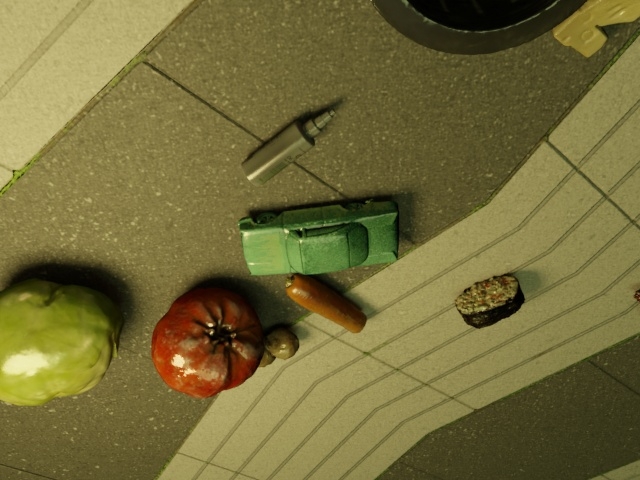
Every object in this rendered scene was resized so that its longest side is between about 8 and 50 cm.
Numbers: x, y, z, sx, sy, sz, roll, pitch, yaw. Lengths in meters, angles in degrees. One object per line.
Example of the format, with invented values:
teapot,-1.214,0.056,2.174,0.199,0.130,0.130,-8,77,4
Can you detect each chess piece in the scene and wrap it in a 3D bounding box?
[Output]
chess piece,0.469,-0.380,0.891,0.090,0.090,0.200,27,133,-25

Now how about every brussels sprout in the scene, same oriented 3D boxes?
brussels sprout,-0.575,0.210,1.186,0.273,0.243,0.316,11,137,-45

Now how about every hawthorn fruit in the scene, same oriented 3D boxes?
hawthorn fruit,-0.258,0.235,1.252,0.241,0.242,0.271,23,147,-22

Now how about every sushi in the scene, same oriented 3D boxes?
sushi,0.387,0.139,1.298,0.150,0.091,0.078,-23,124,16

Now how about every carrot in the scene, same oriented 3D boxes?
carrot,0.011,0.139,1.279,0.225,0.067,0.067,34,119,-30

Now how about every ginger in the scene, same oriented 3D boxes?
ginger,-0.147,0.266,1.360,0.204,0.080,0.104,-24,152,17

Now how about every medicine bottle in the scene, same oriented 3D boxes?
medicine bottle,-0.053,-0.173,1.020,0.199,0.058,0.057,-34,125,20

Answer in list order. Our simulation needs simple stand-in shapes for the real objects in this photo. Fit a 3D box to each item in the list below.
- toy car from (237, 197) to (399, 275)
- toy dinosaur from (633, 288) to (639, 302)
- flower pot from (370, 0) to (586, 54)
toy car,0.000,0.000,1.140,0.320,0.097,0.142,-7,129,0
toy dinosaur,0.810,0.142,1.364,0.154,0.049,0.055,11,118,-17
flower pot,0.164,-0.418,0.661,0.293,0.330,0.294,-1,130,-2
